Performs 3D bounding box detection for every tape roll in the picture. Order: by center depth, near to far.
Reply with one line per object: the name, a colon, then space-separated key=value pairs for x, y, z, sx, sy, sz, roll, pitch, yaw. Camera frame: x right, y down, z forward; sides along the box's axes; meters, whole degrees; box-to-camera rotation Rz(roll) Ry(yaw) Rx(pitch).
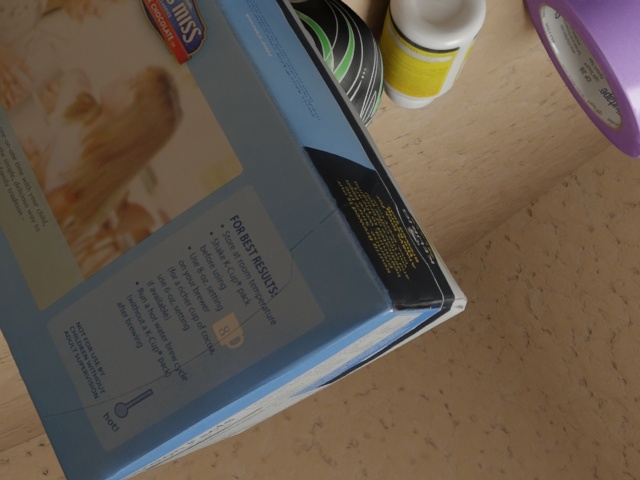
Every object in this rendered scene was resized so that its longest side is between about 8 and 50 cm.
tape roll: x=0.367 y=-0.242 z=0.990 sx=0.090 sy=0.274 sz=0.275 roll=-33 pitch=167 yaw=10

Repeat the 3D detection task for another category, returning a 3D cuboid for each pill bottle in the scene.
pill bottle: x=0.119 y=-0.225 z=0.899 sx=0.103 sy=0.103 sz=0.184 roll=-28 pitch=167 yaw=-11

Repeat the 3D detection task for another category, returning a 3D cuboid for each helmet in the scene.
helmet: x=-0.022 y=-0.149 z=0.741 sx=0.169 sy=0.161 sz=0.169 roll=-28 pitch=167 yaw=-7

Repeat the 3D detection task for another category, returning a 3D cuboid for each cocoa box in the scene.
cocoa box: x=-0.094 y=-0.046 z=0.552 sx=0.231 sy=0.347 sz=0.228 roll=-33 pitch=167 yaw=15
